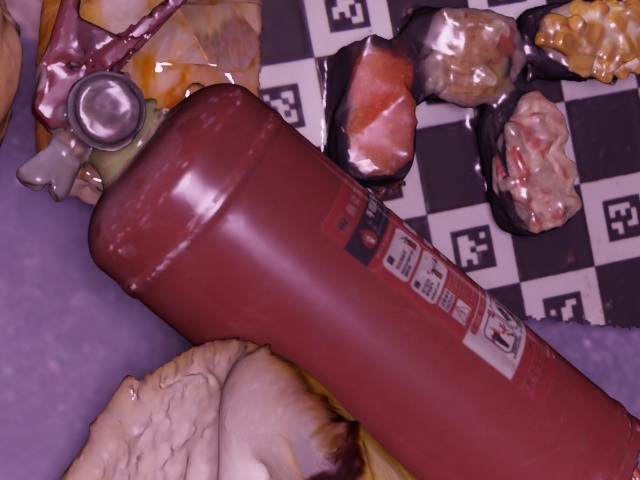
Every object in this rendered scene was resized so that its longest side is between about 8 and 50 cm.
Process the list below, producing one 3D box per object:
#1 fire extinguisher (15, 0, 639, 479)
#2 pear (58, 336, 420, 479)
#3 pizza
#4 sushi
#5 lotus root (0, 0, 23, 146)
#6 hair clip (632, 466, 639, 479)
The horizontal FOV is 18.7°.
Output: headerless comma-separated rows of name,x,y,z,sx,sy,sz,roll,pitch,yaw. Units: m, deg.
fire extinguisher,0.000,0.000,0.861,0.337,0.106,0.147,41,74,-11
pear,-0.010,0.172,0.809,0.178,0.267,0.267,19,66,-33
pizza,-0.001,-0.061,0.966,0.297,0.071,0.189,21,64,-14
sushi,0.106,-0.057,0.945,0.279,0.043,0.192,5,86,-20
lotus root,-0.264,-0.031,0.824,0.310,0.183,0.183,-42,86,-20
hair clip,0.098,0.096,0.959,0.188,0.033,0.060,41,65,0
